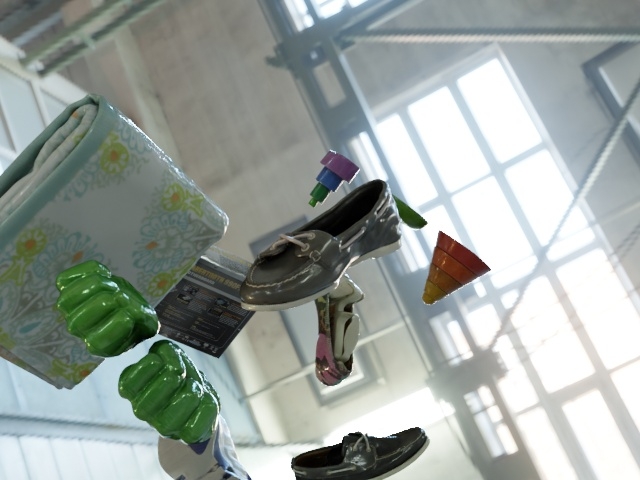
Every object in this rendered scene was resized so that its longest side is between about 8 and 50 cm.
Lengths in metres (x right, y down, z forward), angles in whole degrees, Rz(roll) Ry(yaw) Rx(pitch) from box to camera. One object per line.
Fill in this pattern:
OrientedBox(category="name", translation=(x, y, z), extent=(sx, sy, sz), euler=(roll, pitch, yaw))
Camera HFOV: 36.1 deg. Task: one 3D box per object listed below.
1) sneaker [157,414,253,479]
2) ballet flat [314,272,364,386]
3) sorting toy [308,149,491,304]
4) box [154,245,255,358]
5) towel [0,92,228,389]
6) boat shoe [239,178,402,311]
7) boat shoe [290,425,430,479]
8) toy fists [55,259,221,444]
OrientedBox(category="sneaker", translation=(-0.167, 0.440, 1.702), extent=(0.127, 0.315, 0.182), euler=(-32, -49, -5))
OrientedBox(category="ballet flat", translation=(0.031, 0.118, 1.539), extent=(0.077, 0.221, 0.079), euler=(23, -34, -38))
OrientedBox(category="sorting toy", translation=(0.127, -0.008, 1.752), extent=(0.126, 0.365, 0.127), euler=(-54, 10, 2))
OrientedBox(category="box", translation=(-0.226, 0.088, 1.684), extent=(0.231, 0.056, 0.183), euler=(25, -63, -26))
OrientedBox(category="towel", translation=(-0.344, 0.018, 1.382), extent=(0.374, 0.090, 0.320), euler=(-46, -38, -3))
OrientedBox(category="boat shoe", translation=(0.000, 0.000, 1.259), extent=(0.112, 0.095, 0.335), euler=(1, 16, 33))
OrientedBox(category="boat shoe", translation=(0.066, 0.353, 1.612), extent=(0.233, 0.079, 0.084), euler=(-20, 16, 3))
OrientedBox(category="toy fists", translation=(-0.228, 0.141, 1.244), extent=(0.096, 0.279, 0.142), euler=(-40, -8, 6))
